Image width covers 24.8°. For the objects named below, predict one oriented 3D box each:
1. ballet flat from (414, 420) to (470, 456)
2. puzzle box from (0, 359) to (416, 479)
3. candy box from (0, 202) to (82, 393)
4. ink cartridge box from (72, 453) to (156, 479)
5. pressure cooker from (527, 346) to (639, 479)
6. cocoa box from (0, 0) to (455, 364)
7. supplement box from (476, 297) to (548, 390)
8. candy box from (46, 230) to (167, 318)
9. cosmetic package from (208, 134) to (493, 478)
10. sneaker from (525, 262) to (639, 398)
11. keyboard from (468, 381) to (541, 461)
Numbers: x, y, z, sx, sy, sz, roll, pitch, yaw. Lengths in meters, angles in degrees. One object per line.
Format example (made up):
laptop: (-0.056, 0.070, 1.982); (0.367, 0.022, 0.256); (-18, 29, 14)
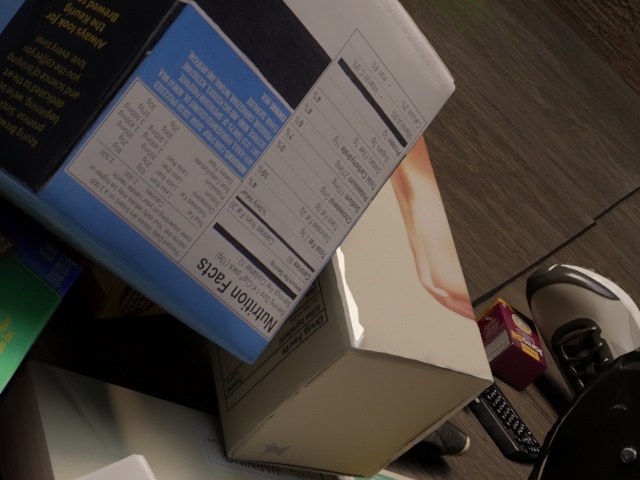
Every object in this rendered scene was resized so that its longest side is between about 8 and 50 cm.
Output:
ballet flat: (0.063, 0.166, 1.223); (0.173, 0.057, 0.049); (18, 73, -43)
puzzle box: (-0.011, 0.242, 0.942); (0.409, 0.052, 0.272); (24, 29, -38)
candy box: (-0.314, 0.003, 0.778); (0.317, 0.122, 0.268); (38, 21, -9)
ink cartridge box: (-0.110, 0.224, 0.682); (0.148, 0.086, 0.203); (-21, 58, -21)
pressure cooker: (0.375, 0.261, 1.090); (0.420, 0.375, 0.370); (29, 27, -59)
cocoa box: (-0.140, -0.123, 0.924); (0.347, 0.228, 0.231); (30, -9, 40)
supplement box: (0.199, 0.109, 1.529); (0.055, 0.043, 0.083); (34, 25, -24)
candy box: (-0.081, -0.037, 1.205); (0.316, 0.087, 0.183); (-2, 47, -45)
cosmetic package: (0.000, 0.000, 1.033); (0.129, 0.153, 0.296); (16, 48, -34)
sneaker: (0.304, 0.143, 1.523); (0.271, 0.100, 0.108); (57, 32, -4)
keyboard: (0.156, 0.133, 1.426); (0.100, 0.038, 0.192); (8, 40, -54)
